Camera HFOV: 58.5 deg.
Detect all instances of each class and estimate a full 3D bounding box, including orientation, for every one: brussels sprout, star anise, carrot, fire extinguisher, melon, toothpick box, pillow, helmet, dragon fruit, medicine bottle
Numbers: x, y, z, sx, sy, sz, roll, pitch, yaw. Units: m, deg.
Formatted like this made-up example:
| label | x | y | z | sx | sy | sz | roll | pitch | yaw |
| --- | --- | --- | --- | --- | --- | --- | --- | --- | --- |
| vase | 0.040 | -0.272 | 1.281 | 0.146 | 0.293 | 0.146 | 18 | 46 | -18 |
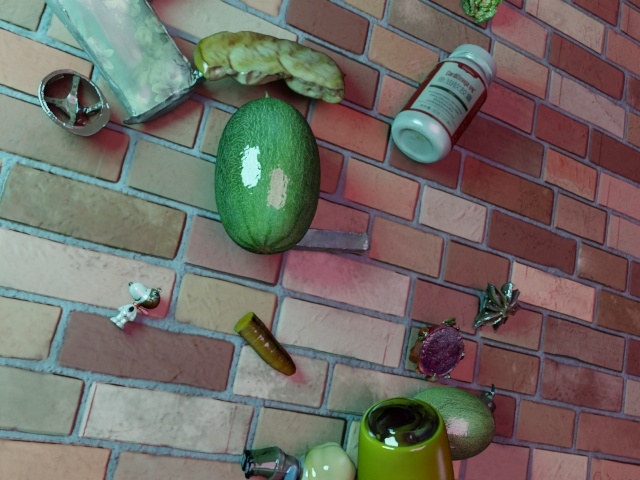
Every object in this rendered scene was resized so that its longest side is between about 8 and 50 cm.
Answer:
| label | x | y | z | sx | sy | sz | roll | pitch | yaw |
| --- | --- | --- | --- | --- | --- | --- | --- | --- | --- |
| brussels sprout | 0.364 | -0.542 | 1.302 | 0.085 | 0.058 | 0.085 | -2 | 112 | -5 |
| star anise | 0.397 | 0.145 | 1.247 | 0.129 | 0.056 | 0.124 | 3 | 108 | -30 |
| carrot | -0.092 | 0.191 | 1.008 | 0.048 | 0.048 | 0.139 | -45 | 105 | -23 |
| fire extinguisher | 0.323 | 0.376 | 1.192 | 0.158 | 0.043 | 0.064 | -46 | 134 | -22 |
| melon | 0.242 | 0.352 | 1.102 | 0.192 | 0.139 | 0.139 | 8 | 81 | -10 |
| melon | -0.089 | -0.119 | 0.966 | 0.182 | 0.182 | 0.288 | 8 | 77 | -25 |
| toothpick box | 0.147 | 0.410 | 0.989 | 0.175 | 0.175 | 0.271 | -16 | 113 | -26 |
| pillow | -0.308 | -0.321 | 0.918 | 0.169 | 0.059 | 0.255 | -37 | 120 | -15 |
| helmet | -0.387 | -0.207 | 0.899 | 0.089 | 0.057 | 0.111 | -44 | 99 | -26 |
| dragon fruit | 0.228 | 0.218 | 1.152 | 0.112 | 0.068 | 0.126 | -15 | 104 | -16 |
| medicine bottle | 0.259 | -0.283 | 1.180 | 0.131 | 0.131 | 0.250 | 43 | 69 | -16 |

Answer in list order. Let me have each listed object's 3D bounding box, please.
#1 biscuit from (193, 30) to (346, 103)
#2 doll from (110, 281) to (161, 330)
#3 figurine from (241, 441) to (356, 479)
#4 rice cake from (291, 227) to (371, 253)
| label | x | y | z | sx | sy | sz | roll | pitch | yaw |
| --- | --- | --- | --- | --- | --- | --- | --- | --- | --- |
| biscuit | -0.088 | -0.317 | 1.026 | 0.299 | 0.045 | 0.154 | 2 | 49 | -32 |
| doll | -0.295 | 0.107 | 0.922 | 0.058 | 0.040 | 0.085 | 25 | 70 | -9 |
| figurine | -0.035 | 0.403 | 0.982 | 0.196 | 0.114 | 0.108 | 10 | 81 | -17 |
| rice cake | 0.000 | 0.000 | 1.079 | 0.210 | 0.034 | 0.043 | 5 | 74 | -25 |
